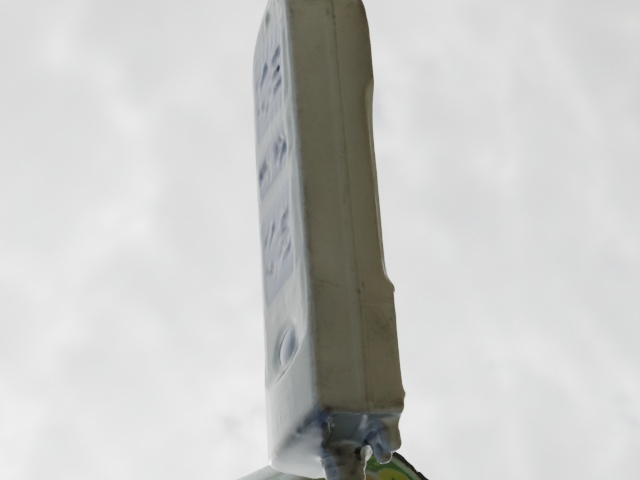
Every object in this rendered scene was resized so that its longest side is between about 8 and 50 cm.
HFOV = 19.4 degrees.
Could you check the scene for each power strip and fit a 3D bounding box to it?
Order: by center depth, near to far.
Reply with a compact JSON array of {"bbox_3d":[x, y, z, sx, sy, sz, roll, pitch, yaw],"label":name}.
[{"bbox_3d":[0.000,0.000,0.565,0.030,0.047,0.191,7,-120,-18],"label":"power strip"}]

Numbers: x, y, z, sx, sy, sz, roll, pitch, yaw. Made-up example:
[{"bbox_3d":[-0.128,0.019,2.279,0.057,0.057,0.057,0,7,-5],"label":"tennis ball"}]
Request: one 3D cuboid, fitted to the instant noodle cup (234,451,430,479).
[{"bbox_3d":[-0.034,0.223,1.127,0.233,0.207,0.207,-29,-87,-54],"label":"instant noodle cup"}]
